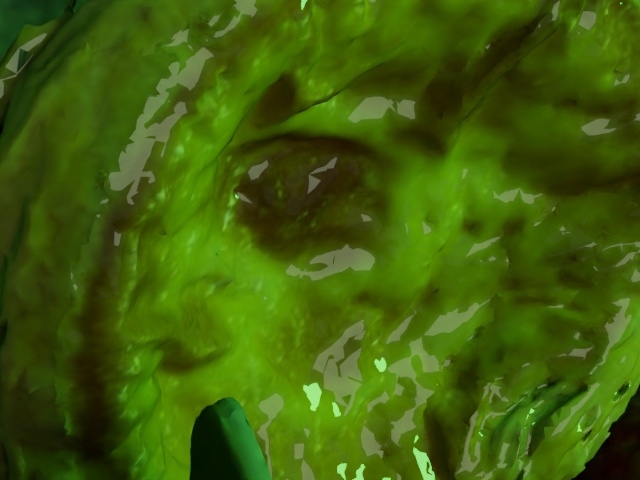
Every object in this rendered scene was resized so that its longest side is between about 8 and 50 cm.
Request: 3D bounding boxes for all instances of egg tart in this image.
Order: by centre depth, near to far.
[{"bbox_3d":[0.000,0.000,0.553,0.294,0.116,0.295,-15,119,-28],"label":"egg tart"}]

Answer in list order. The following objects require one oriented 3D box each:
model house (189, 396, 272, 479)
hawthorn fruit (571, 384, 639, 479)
[{"bbox_3d":[-0.133,0.241,0.399,0.312,0.242,0.358,-8,125,-19],"label":"model house"},{"bbox_3d":[0.186,0.138,0.667,0.249,0.215,0.215,-20,113,-27],"label":"hawthorn fruit"}]
